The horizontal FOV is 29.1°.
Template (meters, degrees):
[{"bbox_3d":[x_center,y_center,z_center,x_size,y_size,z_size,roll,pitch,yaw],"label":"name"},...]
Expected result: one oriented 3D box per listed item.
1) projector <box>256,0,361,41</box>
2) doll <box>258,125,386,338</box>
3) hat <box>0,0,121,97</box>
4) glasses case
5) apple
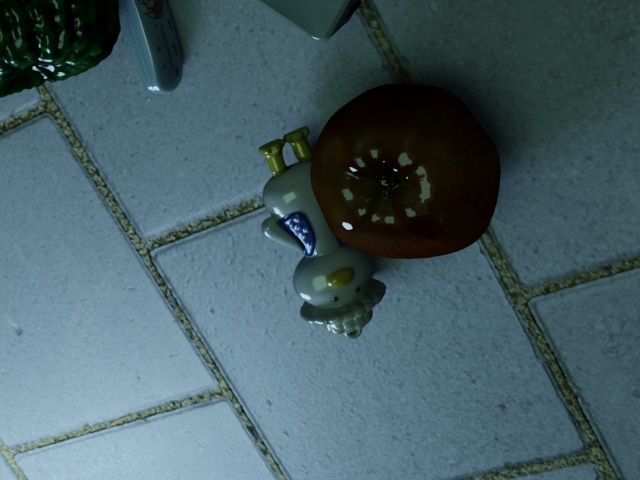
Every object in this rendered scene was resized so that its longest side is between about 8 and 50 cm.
[{"bbox_3d":[-0.043,-0.378,1.408,0.257,0.099,0.192,34,127,4],"label":"projector"},{"bbox_3d":[0.000,0.000,1.594,0.119,0.138,0.293,23,135,63],"label":"doll"},{"bbox_3d":[-0.396,-0.349,1.502,0.274,0.242,0.332,-14,93,61],"label":"hat"},{"bbox_3d":[-0.219,-0.273,1.565,0.045,0.067,0.178,-3,117,28],"label":"glasses case"},{"bbox_3d":[0.096,-0.079,1.445,0.234,0.234,0.234,11,122,19],"label":"apple"}]
